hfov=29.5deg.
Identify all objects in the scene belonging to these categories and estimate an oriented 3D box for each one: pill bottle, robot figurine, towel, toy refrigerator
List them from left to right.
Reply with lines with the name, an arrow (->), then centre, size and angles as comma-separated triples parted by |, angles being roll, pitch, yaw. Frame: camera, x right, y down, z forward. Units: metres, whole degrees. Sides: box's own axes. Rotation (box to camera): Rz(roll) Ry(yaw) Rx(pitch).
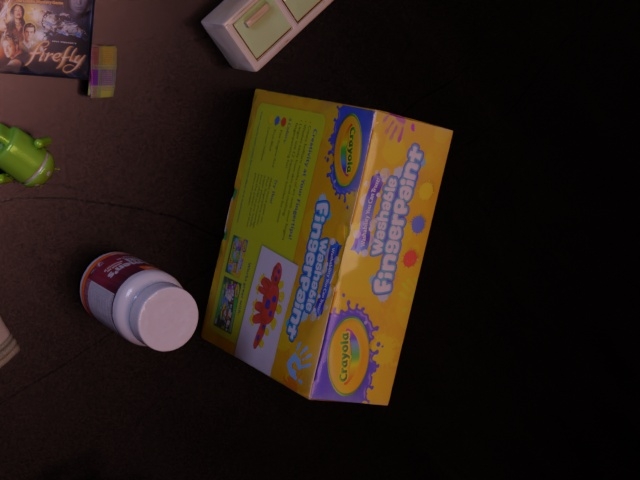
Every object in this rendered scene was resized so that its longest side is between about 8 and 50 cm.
robot figurine -> -0.452, -0.126, 1.838 | 0.101, 0.067, 0.115 | -41, 124, 13
towel -> -0.341, -0.265, 1.900 | 0.060, 0.009, 0.083 | -14, 110, -57
pill bottle -> -0.284, 0.096, 1.904 | 0.121, 0.221, 0.121 | -8, 105, -31
toy refrigerator -> -0.057, -0.405, 2.010 | 0.269, 0.094, 0.102 | -45, 121, -16

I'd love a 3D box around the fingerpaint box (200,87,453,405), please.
fingerpaint box -> 0.000, 0.000, 1.975 | 0.163, 0.371, 0.445 | 10, 95, -34

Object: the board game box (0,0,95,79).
board game box -> -0.458, -0.330, 1.803 | 0.243, 0.042, 0.165 | 0, 101, -33

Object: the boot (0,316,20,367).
boot -> -0.569, 0.154, 1.825 | 0.213, 0.077, 0.165 | -31, 118, -26
